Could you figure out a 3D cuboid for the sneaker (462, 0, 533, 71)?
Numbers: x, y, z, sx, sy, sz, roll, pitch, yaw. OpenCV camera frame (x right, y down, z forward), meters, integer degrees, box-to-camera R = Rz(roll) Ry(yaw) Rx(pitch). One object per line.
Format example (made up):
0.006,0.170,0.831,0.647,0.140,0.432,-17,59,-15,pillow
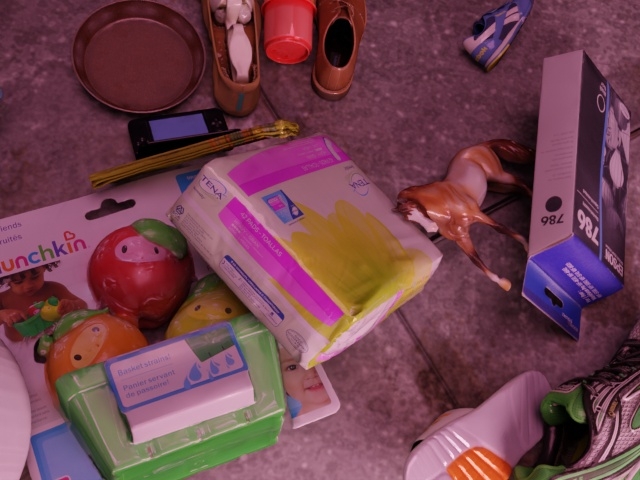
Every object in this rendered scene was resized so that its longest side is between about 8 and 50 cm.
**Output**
0.250,-0.303,1.387,0.059,0.053,0.144,33,65,5,sneaker

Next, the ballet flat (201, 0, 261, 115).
-0.108,-0.276,1.292,0.080,0.073,0.232,-5,69,-14,ballet flat

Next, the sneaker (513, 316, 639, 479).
0.348,0.187,1.146,0.146,0.134,0.343,41,65,-11,sneaker

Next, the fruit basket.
-0.190,0.081,1.085,0.327,0.165,0.353,-17,69,-17,fruit basket

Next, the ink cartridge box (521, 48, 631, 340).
0.327,-0.057,1.249,0.165,0.065,0.333,34,58,-45,ink cartridge box

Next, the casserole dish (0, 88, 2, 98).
-0.468,-0.150,1.166,0.188,0.037,0.114,-6,30,-15,casserole dish

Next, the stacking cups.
-0.036,-0.393,1.342,0.096,0.096,0.316,3,68,-10,stacking cups

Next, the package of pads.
0.000,0.000,1.106,0.229,0.101,0.296,46,26,8,package of pads

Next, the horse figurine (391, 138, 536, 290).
0.205,-0.056,1.253,0.174,0.066,0.263,35,49,3,horse figurine

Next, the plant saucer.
-0.232,-0.231,1.274,0.168,0.029,0.168,4,67,-10,plant saucer

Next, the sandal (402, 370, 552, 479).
0.176,0.237,1.148,0.265,0.076,0.102,-26,93,-41,sandal

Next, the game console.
-0.167,-0.138,1.211,0.122,0.071,0.107,-10,52,-15,game console

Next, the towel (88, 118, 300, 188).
-0.142,-0.098,1.155,0.237,0.102,0.021,-14,91,10,towel

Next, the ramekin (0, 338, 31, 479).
-0.419,0.182,0.964,0.277,0.135,0.277,-4,74,15,ramekin

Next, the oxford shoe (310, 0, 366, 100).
0.029,-0.296,1.329,0.076,0.076,0.212,5,66,-7,oxford shoe
